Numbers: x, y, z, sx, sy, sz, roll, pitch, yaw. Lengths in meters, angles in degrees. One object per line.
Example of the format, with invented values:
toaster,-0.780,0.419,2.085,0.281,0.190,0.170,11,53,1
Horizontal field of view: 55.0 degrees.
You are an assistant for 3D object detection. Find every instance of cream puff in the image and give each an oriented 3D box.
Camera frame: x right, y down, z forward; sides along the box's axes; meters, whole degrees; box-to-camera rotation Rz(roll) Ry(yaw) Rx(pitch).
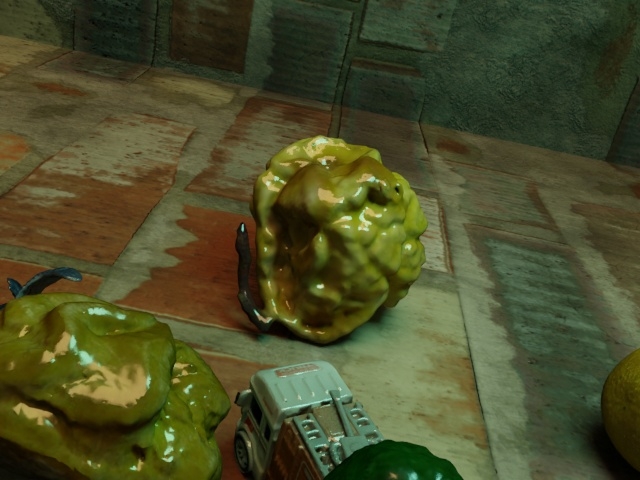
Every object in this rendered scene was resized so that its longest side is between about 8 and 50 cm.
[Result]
cream puff,-0.253,0.163,0.670,0.324,0.274,0.269,16,38,1

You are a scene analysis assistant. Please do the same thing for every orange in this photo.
orange,0.525,0.247,0.877,0.237,0.236,0.236,9,28,-5

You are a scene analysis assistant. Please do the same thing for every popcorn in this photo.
popcorn,0.000,0.000,1.075,0.349,0.348,0.382,29,58,28

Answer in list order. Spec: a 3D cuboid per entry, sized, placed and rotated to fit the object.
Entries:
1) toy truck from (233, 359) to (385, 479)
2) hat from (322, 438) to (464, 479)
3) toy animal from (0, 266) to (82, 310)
toy truck,0.009,0.266,0.694,0.136,0.162,0.305,-5,32,-28
hat,-0.061,0.288,0.420,0.401,0.285,0.285,-16,33,-3
toy animal,-0.422,0.112,0.828,0.239,0.255,0.176,-42,79,-11
